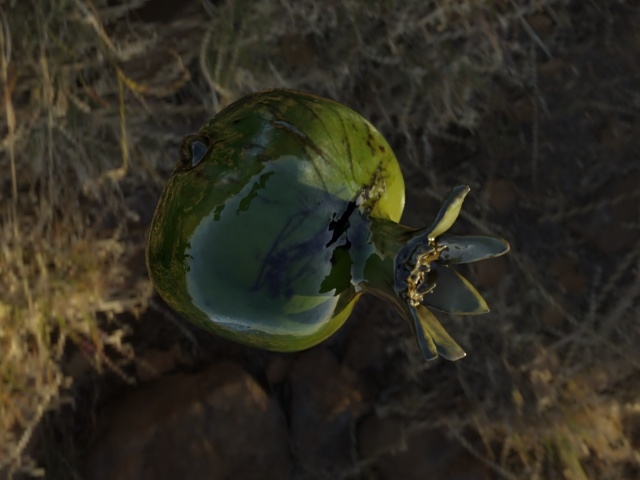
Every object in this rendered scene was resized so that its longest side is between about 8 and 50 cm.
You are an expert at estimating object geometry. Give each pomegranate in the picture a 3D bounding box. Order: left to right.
[{"bbox_3d":[0.000,0.000,0.862,0.152,0.191,0.131,-58,156,-11],"label":"pomegranate"}]
